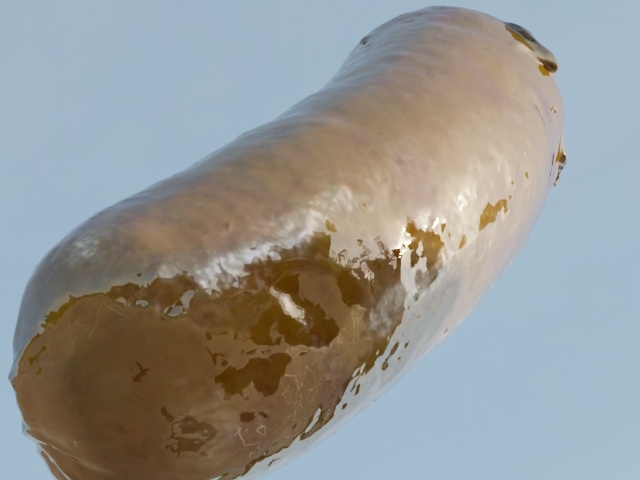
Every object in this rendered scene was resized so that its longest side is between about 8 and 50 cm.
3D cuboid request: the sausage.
[{"bbox_3d":[0.000,0.002,0.634,0.108,0.270,0.109,15,-60,27],"label":"sausage"}]
